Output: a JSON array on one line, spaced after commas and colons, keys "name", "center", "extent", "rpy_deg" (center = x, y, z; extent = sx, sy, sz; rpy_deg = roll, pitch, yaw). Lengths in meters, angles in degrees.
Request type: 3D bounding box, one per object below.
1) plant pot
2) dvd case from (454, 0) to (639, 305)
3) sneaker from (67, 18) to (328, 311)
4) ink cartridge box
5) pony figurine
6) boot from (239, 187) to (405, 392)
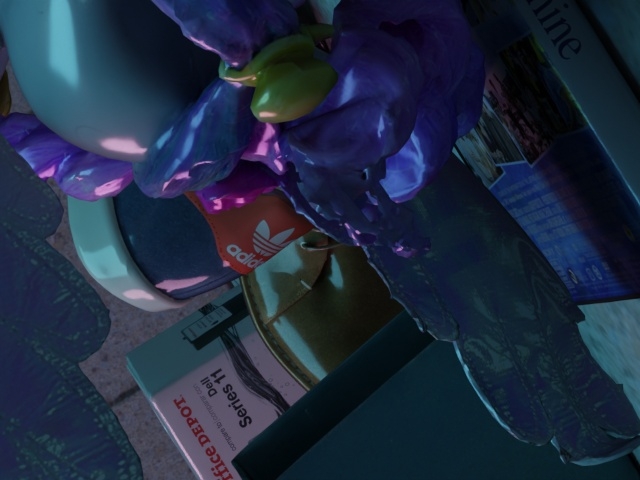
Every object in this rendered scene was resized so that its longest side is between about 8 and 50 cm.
[{"name": "plant pot", "center": [0.093, 0.164, 0.826], "extent": [0.234, 0.165, 0.166], "rpy_deg": [50, 173, -4]}, {"name": "dvd case", "center": [0.053, -0.087, 0.569], "extent": [0.253, 0.022, 0.180], "rpy_deg": [58, 173, 1]}, {"name": "sneaker", "center": [-0.075, -0.138, 0.896], "extent": [0.131, 0.148, 0.350], "rpy_deg": [20, -126, -61]}, {"name": "ink cartridge box", "center": [-0.046, 0.120, 1.334], "extent": [0.153, 0.208, 0.087], "rpy_deg": [62, 171, -29]}, {"name": "pony figurine", "center": [-0.059, -0.067, 0.441], "extent": [0.351, 0.302, 0.363], "rpy_deg": [54, 142, 22]}, {"name": "boot", "center": [0.000, 0.000, 0.991], "extent": [0.305, 0.112, 0.115], "rpy_deg": [60, 162, 3]}]
